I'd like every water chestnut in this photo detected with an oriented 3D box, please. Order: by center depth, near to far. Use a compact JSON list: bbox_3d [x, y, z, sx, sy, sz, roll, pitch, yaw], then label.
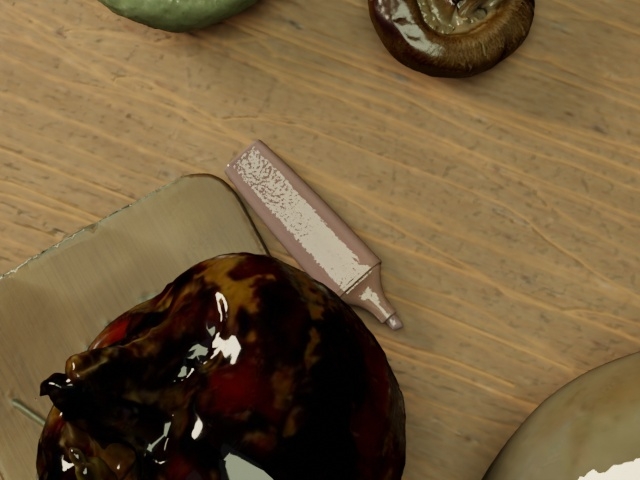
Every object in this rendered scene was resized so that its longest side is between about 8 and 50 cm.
[{"bbox_3d":[-0.071,0.151,0.887,0.289,0.244,0.289,0,84,2],"label":"water chestnut"}]

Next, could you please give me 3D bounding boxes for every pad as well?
[{"bbox_3d":[-0.142,0.121,1.026,0.284,0.018,0.286,-29,82,0],"label":"pad"}]

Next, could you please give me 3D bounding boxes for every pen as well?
[{"bbox_3d":[0.000,0.000,1.027,0.053,0.032,0.197,-41,79,-3],"label":"pen"}]

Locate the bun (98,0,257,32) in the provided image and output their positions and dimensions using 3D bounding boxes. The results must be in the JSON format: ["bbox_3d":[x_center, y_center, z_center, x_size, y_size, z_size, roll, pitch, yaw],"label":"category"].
[{"bbox_3d":[-0.113,-0.282,1.022,0.212,0.126,0.204,-36,108,4],"label":"bun"}]

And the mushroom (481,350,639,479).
[{"bbox_3d":[0.277,0.255,0.876,0.362,0.294,0.362,-16,64,35],"label":"mushroom"}]

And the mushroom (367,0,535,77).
[{"bbox_3d":[0.121,-0.208,1.023,0.170,0.080,0.135,-28,94,-1],"label":"mushroom"}]
